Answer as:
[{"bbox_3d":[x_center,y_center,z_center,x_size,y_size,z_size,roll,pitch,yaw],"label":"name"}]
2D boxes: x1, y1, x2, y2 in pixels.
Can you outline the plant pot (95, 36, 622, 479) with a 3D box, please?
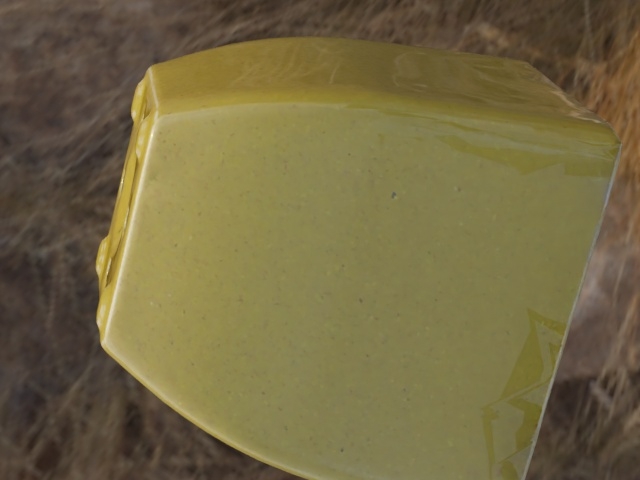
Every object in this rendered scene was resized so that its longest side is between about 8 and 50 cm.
[{"bbox_3d":[0.000,0.000,0.350,0.083,0.081,0.081,12,104,-10],"label":"plant pot"}]
